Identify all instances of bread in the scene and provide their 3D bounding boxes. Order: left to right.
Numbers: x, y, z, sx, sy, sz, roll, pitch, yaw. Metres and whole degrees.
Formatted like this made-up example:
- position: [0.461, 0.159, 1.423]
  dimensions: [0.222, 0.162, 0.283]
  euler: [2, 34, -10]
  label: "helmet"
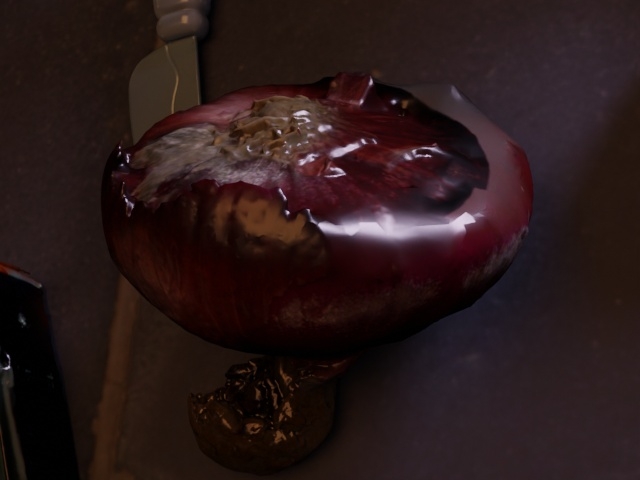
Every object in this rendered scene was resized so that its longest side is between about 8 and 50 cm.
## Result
- position: [-0.039, 0.121, 0.780]
  dimensions: [0.113, 0.060, 0.082]
  euler: [-34, 64, 10]
  label: "bread"

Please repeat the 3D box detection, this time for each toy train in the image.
- position: [-0.228, 0.218, 0.819]
  dimensions: [0.089, 0.086, 0.409]
  euler: [-21, 70, 19]
  label: "toy train"

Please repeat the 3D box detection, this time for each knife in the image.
- position: [-0.121, -0.137, 0.895]
  dimensions: [0.080, 0.044, 0.331]
  euler: [-4, 79, 21]
  label: "knife"

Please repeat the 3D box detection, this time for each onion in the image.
- position: [0.000, 0.000, 0.723]
  dimensions: [0.272, 0.272, 0.195]
  euler: [14, 120, 25]
  label: "onion"
